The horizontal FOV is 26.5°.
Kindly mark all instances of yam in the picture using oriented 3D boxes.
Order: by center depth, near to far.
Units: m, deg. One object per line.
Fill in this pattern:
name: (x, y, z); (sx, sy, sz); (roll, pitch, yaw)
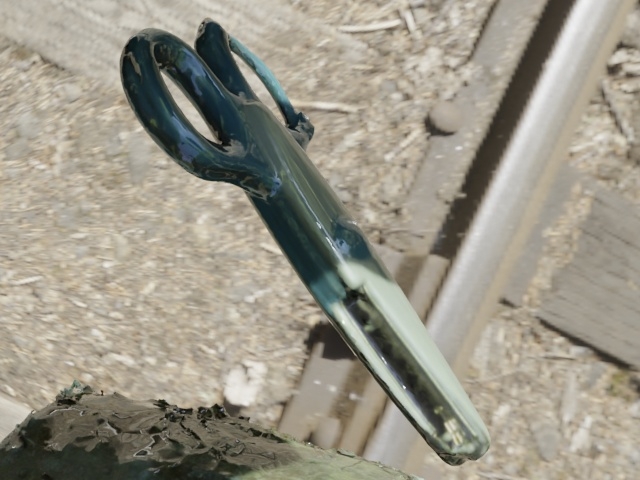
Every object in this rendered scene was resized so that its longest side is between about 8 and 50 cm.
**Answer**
yam: (-0.076, 0.249, 0.987); (0.348, 0.241, 0.241); (15, 82, 21)

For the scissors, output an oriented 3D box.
scissors: (0.000, 0.000, 0.737); (0.289, 0.041, 0.138); (54, 28, 5)
